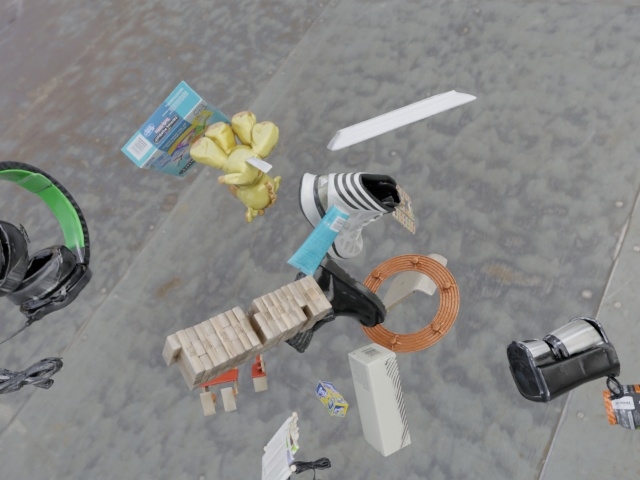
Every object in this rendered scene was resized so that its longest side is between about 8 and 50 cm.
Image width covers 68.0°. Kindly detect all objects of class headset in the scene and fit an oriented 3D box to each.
[{"bbox_3d":[-0.473,0.045,0.770,0.185,0.243,0.394,-16,62,17],"label":"headset"}]

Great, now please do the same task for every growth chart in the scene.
[{"bbox_3d":[-0.113,0.596,1.318,0.172,0.021,0.237,-48,13,10],"label":"growth chart"}]

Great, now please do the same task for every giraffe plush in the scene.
[{"bbox_3d":[-0.150,-0.143,1.010,0.181,0.170,0.210,-31,55,-12],"label":"giraffe plush"}]

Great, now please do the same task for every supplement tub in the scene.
[{"bbox_3d":[0.867,0.441,1.261,0.191,0.117,0.116,-12,55,28],"label":"supplement tub"}]

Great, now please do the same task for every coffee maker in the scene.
[{"bbox_3d":[0.488,0.256,0.942,0.178,0.120,0.171,-18,58,-12],"label":"coffee maker"}]

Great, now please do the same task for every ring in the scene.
[{"bbox_3d":[0.270,0.192,1.518,0.337,0.032,0.336,-13,57,20],"label":"ring"}]

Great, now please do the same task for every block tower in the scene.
[{"bbox_3d":[-0.139,0.181,0.959,0.336,0.091,0.097,-20,65,-35],"label":"block tower"}]

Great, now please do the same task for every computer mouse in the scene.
[{"bbox_3d":[-0.050,0.926,1.714,0.060,0.184,0.261,2,82,63],"label":"computer mouse"}]

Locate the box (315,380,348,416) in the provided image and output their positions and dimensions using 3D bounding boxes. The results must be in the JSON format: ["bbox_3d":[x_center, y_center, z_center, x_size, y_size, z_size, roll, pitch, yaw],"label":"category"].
[{"bbox_3d":[0.040,0.596,1.795,0.169,0.059,0.054,30,102,65],"label":"box"}]

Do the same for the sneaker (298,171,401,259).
[{"bbox_3d":[0.125,-0.059,1.432,0.258,0.447,0.169,-3,66,19],"label":"sneaker"}]

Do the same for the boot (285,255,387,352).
[{"bbox_3d":[0.018,0.224,1.378,0.131,0.348,0.260,-11,44,58],"label":"boot"}]

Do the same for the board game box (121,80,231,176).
[{"bbox_3d":[-0.416,-0.320,1.438,0.079,0.336,0.254,44,95,1],"label":"board game box"}]

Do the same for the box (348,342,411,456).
[{"bbox_3d":[0.163,0.435,1.308,0.094,0.275,0.113,-16,13,-24],"label":"box"}]

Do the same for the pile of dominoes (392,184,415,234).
[{"bbox_3d":[0.352,-0.144,1.966,0.040,0.251,0.195,-19,62,27],"label":"pile of dominoes"}]

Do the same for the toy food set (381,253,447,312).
[{"bbox_3d":[0.355,0.198,1.858,0.092,0.306,0.219,41,46,-4],"label":"toy food set"}]

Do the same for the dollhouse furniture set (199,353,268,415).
[{"bbox_3d":[-0.340,0.522,1.834,0.259,0.135,0.262,-10,14,-5],"label":"dollhouse furniture set"}]

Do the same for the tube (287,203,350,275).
[{"bbox_3d":[0.000,0.000,1.253,0.080,0.052,0.207,34,105,-6],"label":"tube"}]

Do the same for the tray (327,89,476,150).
[{"bbox_3d":[0.140,-0.229,0.894,0.271,0.030,0.145,-20,14,2],"label":"tray"}]
